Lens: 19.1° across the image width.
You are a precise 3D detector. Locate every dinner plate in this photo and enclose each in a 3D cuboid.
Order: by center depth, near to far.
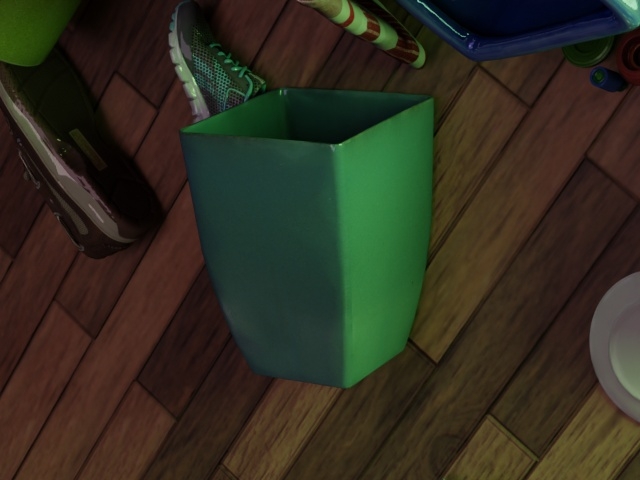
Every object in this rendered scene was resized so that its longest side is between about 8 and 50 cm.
[{"bbox_3d":[0.288,0.094,1.594,0.141,0.017,0.141,7,103,32],"label":"dinner plate"}]

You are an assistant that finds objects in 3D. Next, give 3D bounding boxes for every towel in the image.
[{"bbox_3d":[-0.026,-0.250,1.543,0.037,0.329,0.237,-43,75,11],"label":"towel"}]

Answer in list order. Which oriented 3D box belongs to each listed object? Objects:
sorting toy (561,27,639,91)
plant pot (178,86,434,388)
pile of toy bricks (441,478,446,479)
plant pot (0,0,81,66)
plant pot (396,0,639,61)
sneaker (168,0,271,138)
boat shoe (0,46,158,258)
[{"bbox_3d":[0.246,-0.151,1.557,0.102,0.042,0.061,27,99,38],"label":"sorting toy"},{"bbox_3d":[0.000,0.000,1.678,0.166,0.165,0.234,6,111,32],"label":"plant pot"},{"bbox_3d":[0.113,0.324,1.721,0.105,0.118,0.212,29,101,-6],"label":"pile of toy bricks"},{"bbox_3d":[-0.268,-0.358,1.731,0.293,0.275,0.275,-47,74,15],"label":"plant pot"},{"bbox_3d":[0.143,-0.292,1.423,0.236,0.212,0.236,39,161,-22],"label":"plant pot"},{"bbox_3d":[-0.087,-0.147,1.766,0.076,0.065,0.166,-16,95,18],"label":"sneaker"},{"bbox_3d":[-0.269,-0.093,1.868,0.095,0.095,0.257,-40,79,39],"label":"boat shoe"}]
